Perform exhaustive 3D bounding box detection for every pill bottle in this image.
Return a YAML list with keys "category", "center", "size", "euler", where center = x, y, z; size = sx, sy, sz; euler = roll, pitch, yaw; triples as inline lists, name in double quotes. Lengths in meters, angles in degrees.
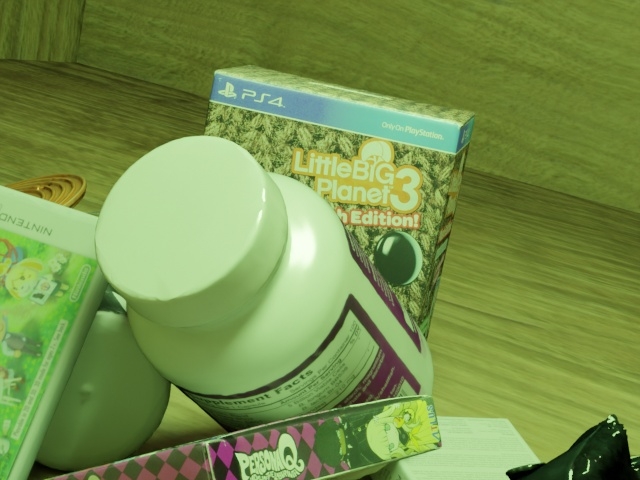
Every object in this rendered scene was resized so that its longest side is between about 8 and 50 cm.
- category: "pill bottle"
  center: [-0.038, 0.054, 1.001]
  size: [0.169, 0.169, 0.301]
  euler: [18, -20, 32]
- category: "pill bottle"
  center: [-0.211, 0.081, 1.110]
  size: [0.130, 0.130, 0.245]
  euler: [6, 13, -22]

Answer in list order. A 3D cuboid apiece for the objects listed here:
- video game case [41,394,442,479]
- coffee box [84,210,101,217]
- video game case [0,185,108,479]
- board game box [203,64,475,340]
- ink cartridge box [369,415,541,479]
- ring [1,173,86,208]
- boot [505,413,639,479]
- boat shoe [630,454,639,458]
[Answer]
- category: "video game case"
  center: [-0.074, 0.148, 0.871]
  size: [0.232, 0.042, 0.210]
  euler: [-19, -11, 38]
- category: "coffee box"
  center: [-0.198, 0.030, 1.445]
  size: [0.141, 0.098, 0.246]
  euler: [18, 14, 30]
- category: "video game case"
  center: [-0.263, 0.060, 0.977]
  size: [0.193, 0.212, 0.023]
  euler: [17, -13, 16]
- category: "board game box"
  center: [0.000, 0.000, 1.301]
  size: [0.232, 0.291, 0.141]
  euler: [12, 11, 9]
- category: "ink cartridge box"
  center: [0.126, 0.208, 1.094]
  size: [0.145, 0.045, 0.179]
  euler: [6, 31, -27]
- category: "ring"
  center: [-0.354, 0.022, 1.174]
  size: [0.336, 0.032, 0.336]
  euler: [-19, 16, 6]
- category: "boot"
  center: [0.084, 0.169, 0.809]
  size: [0.246, 0.094, 0.207]
  euler: [8, -29, -37]
- category: "boat shoe"
  center: [0.315, 0.227, 1.009]
  size: [0.257, 0.095, 0.095]
  euler: [12, 17, 2]
